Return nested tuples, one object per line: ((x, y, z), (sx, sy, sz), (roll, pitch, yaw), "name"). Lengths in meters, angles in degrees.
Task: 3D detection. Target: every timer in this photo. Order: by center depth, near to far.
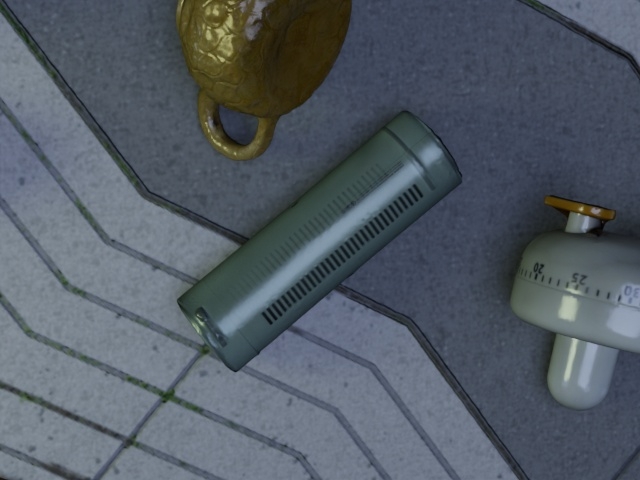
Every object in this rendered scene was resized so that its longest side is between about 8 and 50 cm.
((0.324, 0.086, 1.980), (0.233, 0.233, 0.240), (12, 94, -15), "timer")

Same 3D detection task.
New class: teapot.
((-0.082, -0.232, 1.874), (0.203, 0.167, 0.311), (-30, 141, -48), "teapot")

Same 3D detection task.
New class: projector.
((0.000, 0.000, 1.952), (0.337, 0.108, 0.108), (-40, 106, -3), "projector")

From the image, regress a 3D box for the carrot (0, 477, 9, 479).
((-0.360, 0.278, 1.959), (0.165, 0.035, 0.036), (9, 98, -16), "carrot")
